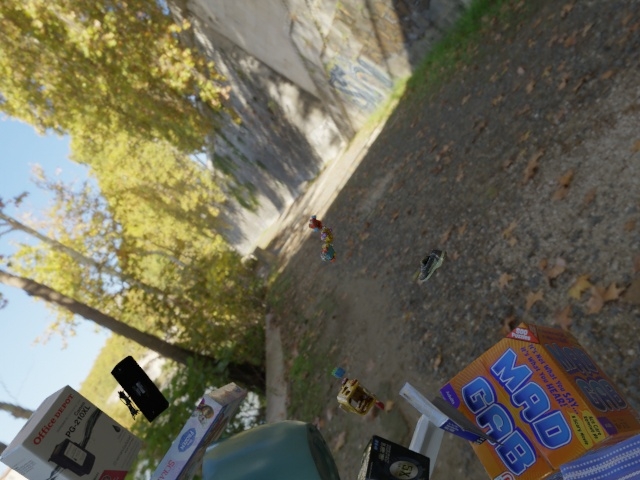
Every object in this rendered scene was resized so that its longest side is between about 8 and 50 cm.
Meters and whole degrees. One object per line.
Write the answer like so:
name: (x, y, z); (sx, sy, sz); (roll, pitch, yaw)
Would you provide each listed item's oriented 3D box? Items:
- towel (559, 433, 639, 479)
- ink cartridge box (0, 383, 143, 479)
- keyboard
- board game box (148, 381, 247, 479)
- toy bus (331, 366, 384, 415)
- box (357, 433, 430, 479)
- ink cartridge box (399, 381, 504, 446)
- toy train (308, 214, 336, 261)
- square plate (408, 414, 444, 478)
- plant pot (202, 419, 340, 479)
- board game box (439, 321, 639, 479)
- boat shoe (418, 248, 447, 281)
towel: (0.534, 0.454, 0.821); (0.243, 0.040, 0.336); (-38, 16, 23)
ink cartridge box: (-0.550, 0.472, 1.163); (0.100, 0.237, 0.172); (-34, 20, 27)
keyboard: (-0.528, 0.430, 1.476); (0.100, 0.192, 0.038); (-38, 4, -31)
board game box: (-0.357, 0.583, 1.514); (0.319, 0.065, 0.318); (-57, -8, -5)
toy bus: (0.113, 0.561, 1.838); (0.190, 0.202, 0.104); (23, 64, 39)
box: (0.160, 0.551, 1.154); (0.180, 0.147, 0.078); (-61, -7, -60)
ink cartridge box: (0.355, 0.489, 1.408); (0.045, 0.223, 0.224); (-58, 36, -1)
toy train: (0.000, 0.000, 1.795); (0.046, 0.167, 0.125); (-22, -17, 31)
square plate: (0.357, 0.766, 1.825); (0.344, 0.049, 0.347); (-64, -30, -22)
plant pot: (-0.090, 0.554, 1.182); (0.235, 0.293, 0.293); (-27, 9, 4)
board game box: (0.666, 0.511, 1.569); (0.356, 0.356, 0.357); (-49, 48, 26)
boat shoe: (0.312, 0.067, 1.483); (0.056, 0.049, 0.152); (-62, -1, -37)
